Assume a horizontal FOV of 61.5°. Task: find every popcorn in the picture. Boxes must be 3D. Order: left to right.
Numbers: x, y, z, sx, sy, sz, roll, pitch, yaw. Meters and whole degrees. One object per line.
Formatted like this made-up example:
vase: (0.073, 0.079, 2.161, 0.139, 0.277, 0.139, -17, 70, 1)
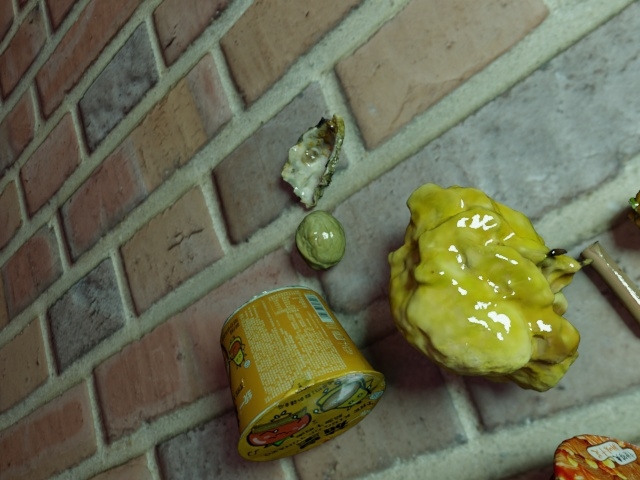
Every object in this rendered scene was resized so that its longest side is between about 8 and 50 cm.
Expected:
popcorn: (0.175, 0.057, 0.612, 0.253, 0.190, 0.191, 43, 117, 28)

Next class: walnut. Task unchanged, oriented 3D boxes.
walnut: (0.000, 0.000, 0.816, 0.092, 0.092, 0.092, -5, 82, 37)

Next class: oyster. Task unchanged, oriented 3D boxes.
oyster: (-0.001, -0.130, 0.848, 0.103, 0.051, 0.148, 57, 132, 24)

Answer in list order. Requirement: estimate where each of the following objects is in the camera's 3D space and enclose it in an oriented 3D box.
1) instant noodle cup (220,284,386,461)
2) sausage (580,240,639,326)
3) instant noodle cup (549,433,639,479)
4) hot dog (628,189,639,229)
instant noodle cup: (-0.039, 0.180, 0.756, 0.215, 0.216, 0.172, -48, 50, 23)
sausage: (0.333, 0.053, 0.592, 0.026, 0.026, 0.116, -42, 63, 26)
instant noodle cup: (0.276, 0.334, 0.480, 0.250, 0.250, 0.192, 40, 117, 33)
hot dog: (0.408, -0.030, 0.523, 0.188, 0.055, 0.072, 2, 55, 32)
